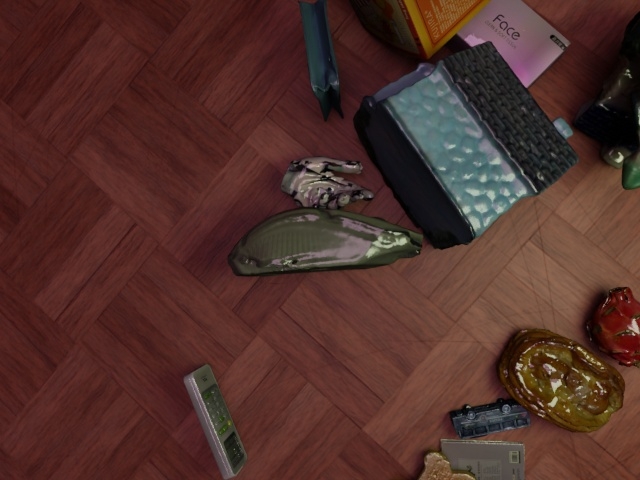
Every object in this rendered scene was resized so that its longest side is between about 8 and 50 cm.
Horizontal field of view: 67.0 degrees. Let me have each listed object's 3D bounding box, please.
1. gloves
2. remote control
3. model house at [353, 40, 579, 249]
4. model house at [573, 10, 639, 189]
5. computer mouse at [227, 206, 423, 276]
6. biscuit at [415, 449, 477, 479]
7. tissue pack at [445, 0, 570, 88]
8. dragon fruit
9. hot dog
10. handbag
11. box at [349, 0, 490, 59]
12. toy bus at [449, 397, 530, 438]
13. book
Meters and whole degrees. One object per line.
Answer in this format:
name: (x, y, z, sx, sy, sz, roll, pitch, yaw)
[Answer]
gloves: (0.021, -0.121, 1.109, 0.212, 0.111, 0.128, 22, 61, 12)
remote control: (-0.243, 0.416, 1.123, 0.034, 0.103, 0.250, -24, 84, 8)
model house: (0.305, -0.220, 1.000, 0.339, 0.297, 0.360, -34, 84, -3)
model house: (0.648, -0.256, 0.941, 0.243, 0.298, 0.284, 29, 128, 10)
computer mouse: (0.002, -0.004, 1.048, 0.428, 0.228, 0.146, -5, 81, 8)
biscuit: (0.230, 0.584, 1.072, 0.153, 0.030, 0.234, 35, 90, 9)
tissue pack: (0.398, -0.445, 1.078, 0.246, 0.092, 0.148, 45, 95, 6)
dragon fruit: (0.631, 0.181, 1.011, 0.136, 0.133, 0.166, -11, 87, -35)
hot dog: (0.517, 0.302, 1.021, 0.259, 0.114, 0.175, 28, 89, 8)
handbag: (0.008, -0.402, 1.090, 0.062, 0.179, 0.229, -9, 80, 7)
box: (0.164, -0.566, 0.974, 0.214, 0.283, 0.259, -44, 49, 2)
toy bus: (0.375, 0.394, 1.071, 0.165, 0.047, 0.065, -14, 90, 6)
book: (0.363, 0.514, 1.084, 0.181, 0.014, 0.127, -1, 88, 7)
